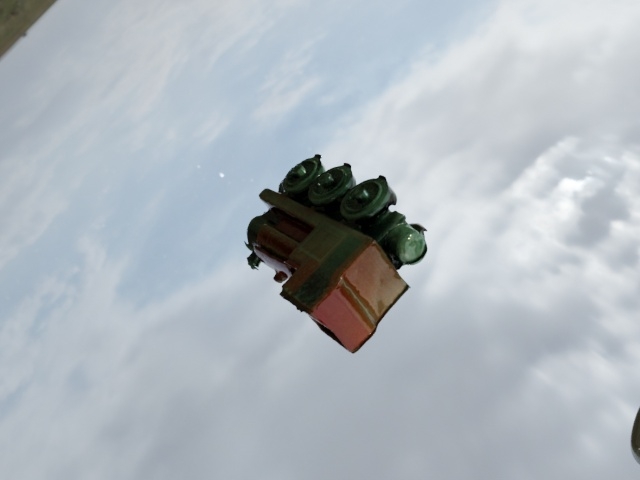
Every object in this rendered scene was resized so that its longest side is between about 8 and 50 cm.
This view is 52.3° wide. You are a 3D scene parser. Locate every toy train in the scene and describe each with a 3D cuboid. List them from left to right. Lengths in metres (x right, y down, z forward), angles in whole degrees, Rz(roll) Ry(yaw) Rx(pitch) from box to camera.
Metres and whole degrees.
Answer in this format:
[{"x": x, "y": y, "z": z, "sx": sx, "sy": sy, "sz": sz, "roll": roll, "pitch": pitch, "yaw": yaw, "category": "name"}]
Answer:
[{"x": 0.000, "y": 0.000, "z": 0.506, "sx": 0.118, "sy": 0.074, "sz": 0.176, "roll": -47, "pitch": -144, "yaw": -12, "category": "toy train"}]

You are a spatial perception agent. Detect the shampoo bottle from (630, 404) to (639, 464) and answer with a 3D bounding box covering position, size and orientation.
[{"x": 0.479, "y": 0.262, "z": 0.784, "sx": 0.108, "sy": 0.221, "sz": 0.051, "roll": -64, "pitch": -169, "yaw": -15, "category": "shampoo bottle"}]
